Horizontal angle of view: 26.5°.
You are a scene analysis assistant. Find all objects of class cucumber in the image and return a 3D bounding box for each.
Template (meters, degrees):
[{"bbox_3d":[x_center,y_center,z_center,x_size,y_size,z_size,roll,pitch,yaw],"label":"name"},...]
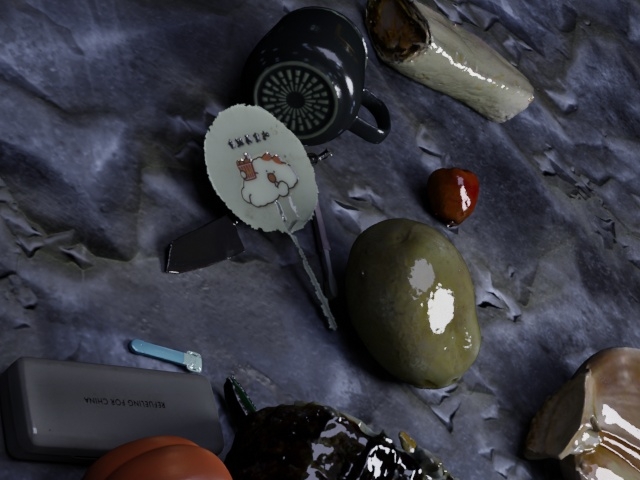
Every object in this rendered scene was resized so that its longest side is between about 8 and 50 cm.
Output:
[{"bbox_3d":[-0.050,-0.110,1.870,0.163,0.043,0.039,-9,62,-52],"label":"cucumber"},{"bbox_3d":[-0.066,0.240,1.559,0.036,0.033,0.184,-16,70,-31],"label":"cucumber"}]

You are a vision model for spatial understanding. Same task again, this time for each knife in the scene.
[{"bbox_3d":[-0.125,-0.004,1.721,0.230,0.028,0.060,-32,96,-51],"label":"knife"},{"bbox_3d":[-0.178,0.131,1.559,0.096,0.010,0.027,20,47,-31],"label":"knife"}]

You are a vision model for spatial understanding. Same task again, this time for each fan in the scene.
[{"bbox_3d":[-0.050,-0.030,1.784,0.191,0.009,0.329,-20,83,-48],"label":"fan"}]

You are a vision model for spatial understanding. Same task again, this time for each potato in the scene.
[{"bbox_3d":[0.124,0.084,1.791,0.178,0.160,0.235,-28,95,-14],"label":"potato"}]

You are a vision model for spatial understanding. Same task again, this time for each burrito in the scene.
[{"bbox_3d":[0.209,-0.303,2.248,0.299,0.105,0.143,26,33,-27],"label":"burrito"}]

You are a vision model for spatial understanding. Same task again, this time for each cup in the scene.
[{"bbox_3d":[0.004,-0.220,1.914,0.223,0.169,0.176,33,32,-11],"label":"cup"}]

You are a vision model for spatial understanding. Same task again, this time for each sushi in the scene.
[{"bbox_3d":[0.031,0.296,1.456,0.343,0.196,0.181,34,54,-29],"label":"sushi"}]

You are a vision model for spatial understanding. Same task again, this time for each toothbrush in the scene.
[{"bbox_3d":[0.001,-0.001,1.847,0.014,0.017,0.194,17,48,-35],"label":"toothbrush"}]

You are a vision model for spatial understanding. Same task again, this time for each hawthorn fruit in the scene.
[{"bbox_3d":[0.199,-0.063,2.062,0.081,0.081,0.093,11,81,-40],"label":"hawthorn fruit"}]

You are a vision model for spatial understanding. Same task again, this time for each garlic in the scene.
[{"bbox_3d":[0.442,0.289,1.943,0.325,0.132,0.279,30,59,-25],"label":"garlic"}]

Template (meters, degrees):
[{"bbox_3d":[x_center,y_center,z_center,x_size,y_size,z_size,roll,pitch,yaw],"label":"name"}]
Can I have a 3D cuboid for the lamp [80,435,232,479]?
[{"bbox_3d":[-0.162,0.285,1.303,0.164,0.187,0.187,-15,69,-31],"label":"lamp"}]

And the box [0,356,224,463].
[{"bbox_3d":[-0.217,0.184,1.436,0.244,0.055,0.103,11,52,-39],"label":"box"}]

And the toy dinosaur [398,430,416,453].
[{"bbox_3d":[0.142,0.325,1.697,0.162,0.039,0.126,40,37,-15],"label":"toy dinosaur"}]
